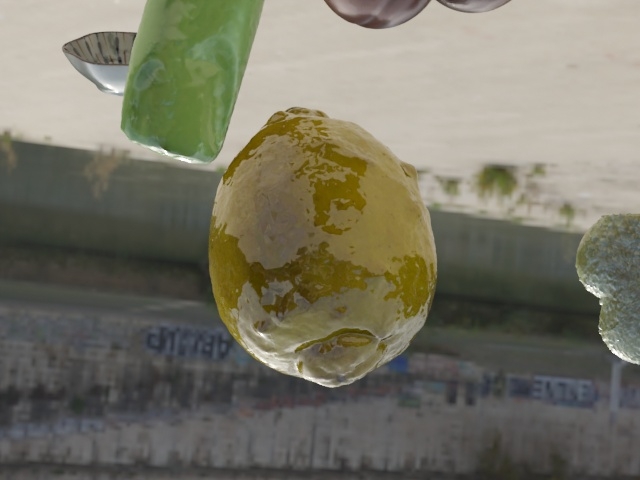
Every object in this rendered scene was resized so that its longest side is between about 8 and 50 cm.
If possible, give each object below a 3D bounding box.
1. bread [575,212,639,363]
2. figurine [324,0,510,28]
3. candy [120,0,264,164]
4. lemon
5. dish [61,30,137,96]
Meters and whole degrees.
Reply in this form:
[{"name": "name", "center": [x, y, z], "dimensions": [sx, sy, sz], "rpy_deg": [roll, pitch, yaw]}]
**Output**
[{"name": "bread", "center": [0.416, 0.066, 1.366], "dimensions": [0.286, 0.207, 0.056], "rpy_deg": [-5, -177, 33]}, {"name": "figurine", "center": [0.116, -0.412, 1.195], "dimensions": [0.277, 0.388, 0.248], "rpy_deg": [-18, -172, -40]}, {"name": "candy", "center": [-0.156, -0.273, 1.620], "dimensions": [0.132, 0.343, 0.142], "rpy_deg": [15, 180, 17]}, {"name": "lemon", "center": [0.002, 0.007, 1.461], "dimensions": [0.285, 0.285, 0.316], "rpy_deg": [5, -147, -1]}, {"name": "dish", "center": [-0.285, -0.254, 1.869], "dimensions": [0.191, 0.066, 0.190], "rpy_deg": [3, -155, -2]}]
